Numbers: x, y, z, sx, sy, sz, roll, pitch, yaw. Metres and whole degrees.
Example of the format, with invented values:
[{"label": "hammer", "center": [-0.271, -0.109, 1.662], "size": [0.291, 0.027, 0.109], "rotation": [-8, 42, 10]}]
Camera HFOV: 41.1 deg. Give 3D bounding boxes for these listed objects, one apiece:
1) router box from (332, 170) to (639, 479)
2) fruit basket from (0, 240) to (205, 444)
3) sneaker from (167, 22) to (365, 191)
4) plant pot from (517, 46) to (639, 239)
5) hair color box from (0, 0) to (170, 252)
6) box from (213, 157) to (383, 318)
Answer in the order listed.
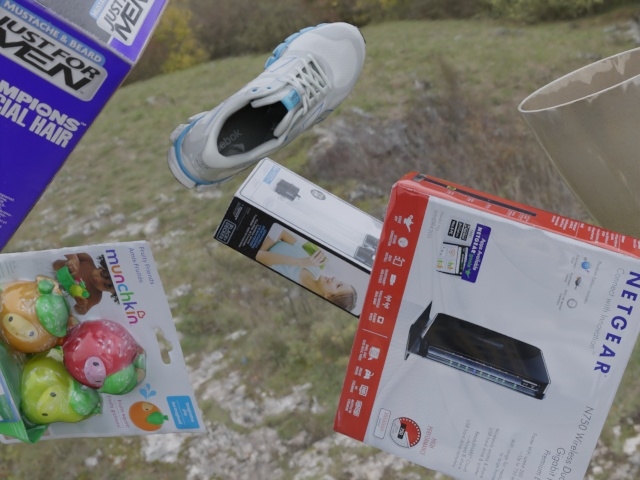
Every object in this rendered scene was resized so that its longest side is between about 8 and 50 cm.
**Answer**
[{"label": "router box", "center": [0.197, 0.120, 1.007], "size": [0.301, 0.335, 0.082], "rotation": [18, 21, 16]}, {"label": "fruit basket", "center": [-0.373, 0.166, 1.248], "size": [0.353, 0.327, 0.165], "rotation": [-3, 25, 19]}, {"label": "sneaker", "center": [-0.025, -0.104, 0.648], "size": [0.190, 0.071, 0.083], "rotation": [-44, 17, -20]}, {"label": "plant pot", "center": [0.482, -0.134, 1.348], "size": [0.256, 0.274, 0.256], "rotation": [-23, 14, 6]}, {"label": "hair color box", "center": [-0.226, -0.124, 0.663], "size": [0.339, 0.110, 0.185], "rotation": [-39, 28, 46]}, {"label": "box", "center": [0.000, 0.000, 1.319], "size": [0.087, 0.290, 0.169], "rotation": [-59, 1, 28]}]
